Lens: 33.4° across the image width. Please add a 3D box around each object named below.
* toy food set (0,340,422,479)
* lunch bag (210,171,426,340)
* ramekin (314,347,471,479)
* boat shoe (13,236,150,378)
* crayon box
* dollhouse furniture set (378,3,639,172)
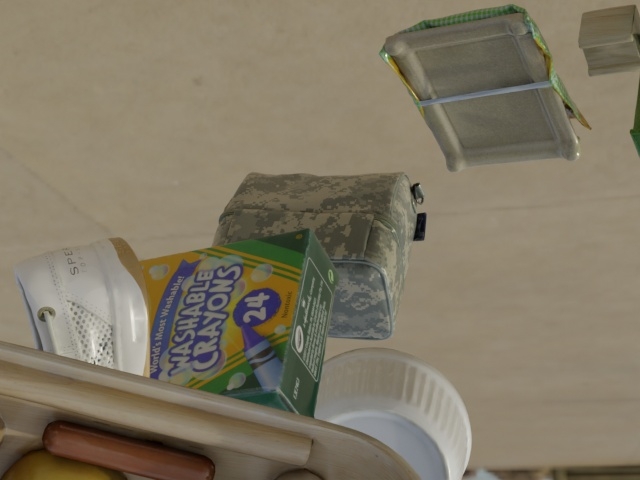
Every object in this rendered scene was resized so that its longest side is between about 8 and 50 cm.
[{"bbox_3d":[-0.120,0.184,0.560,0.306,0.219,0.092,16,-156,-8],"label":"toy food set"},{"bbox_3d":[0.000,0.000,1.685,0.305,0.256,0.212,2,141,15],"label":"lunch bag"},{"bbox_3d":[0.059,0.229,1.146,0.207,0.207,0.109,-1,-163,7],"label":"ramekin"},{"bbox_3d":[-0.170,0.136,0.732,0.096,0.277,0.098,-7,-165,-25],"label":"boat shoe"},{"bbox_3d":[-0.154,0.111,1.094,0.323,0.203,0.083,-12,133,22],"label":"crayon box"},{"bbox_3d":[0.243,-0.191,1.057,0.301,0.151,0.197,-4,139,31],"label":"dollhouse furniture set"}]
